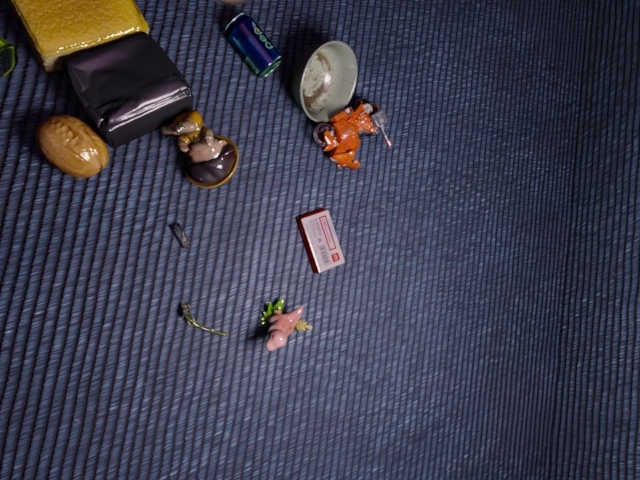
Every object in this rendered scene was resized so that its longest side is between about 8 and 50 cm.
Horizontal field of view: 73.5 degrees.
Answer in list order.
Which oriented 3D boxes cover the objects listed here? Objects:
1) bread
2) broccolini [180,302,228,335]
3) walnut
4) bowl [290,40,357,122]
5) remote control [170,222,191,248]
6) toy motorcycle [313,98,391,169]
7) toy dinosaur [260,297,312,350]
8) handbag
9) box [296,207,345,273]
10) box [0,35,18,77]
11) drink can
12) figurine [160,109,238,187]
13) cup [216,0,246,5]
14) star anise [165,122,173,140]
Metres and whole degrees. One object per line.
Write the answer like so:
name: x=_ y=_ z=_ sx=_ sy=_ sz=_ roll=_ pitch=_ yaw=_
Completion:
bread: x=-0.734 y=-0.710 z=1.281 sx=0.333 sy=0.143 sz=0.323 roll=-27 pitch=100 yaw=-23
broccolini: x=-0.398 y=0.281 z=1.450 sx=0.052 sy=0.054 sz=0.194 roll=-45 pitch=115 yaw=12
walnut: x=-0.728 y=-0.278 z=1.259 sx=0.207 sy=0.159 sz=0.159 roll=44 pitch=71 yaw=-9
bowl: x=-0.010 y=-0.597 z=1.577 sx=0.289 sy=0.146 sz=0.289 roll=-32 pitch=141 yaw=-30
remote control: x=-0.467 y=-0.015 z=1.437 sx=0.034 sy=0.016 sz=0.091 roll=-37 pitch=103 yaw=-38
toy motorcycle: x=0.130 y=-0.401 z=1.652 sx=0.326 sy=0.148 sz=0.221 roll=-37 pitch=109 yaw=-24
toy dinosaur: x=-0.137 y=0.287 z=1.484 sx=0.194 sy=0.177 sz=0.152 roll=-28 pitch=100 yaw=-25
handbag: x=-0.587 y=-0.460 z=1.320 sx=0.302 sy=0.178 sz=0.275 roll=-34 pitch=84 yaw=-20
box: x=0.000 y=0.000 z=1.628 sx=0.123 sy=0.050 sz=0.229 roll=-21 pitch=96 yaw=-25
box: x=-1.011 y=-0.603 z=1.157 sx=0.345 sy=0.134 sz=0.097 roll=41 pitch=68 yaw=-18
drink can: x=-0.237 y=-0.688 z=1.518 sx=0.118 sy=0.118 sz=0.205 roll=-46 pitch=107 yaw=-19
figurine: x=-0.373 y=-0.295 z=1.386 sx=0.167 sy=0.192 sz=0.257 roll=-71 pitch=151 yaw=-43
cup: x=-0.260 y=-0.972 z=1.448 sx=0.301 sy=0.257 sz=0.227 roll=-22 pitch=99 yaw=-25
star anise: x=-0.484 y=-0.383 z=1.422 sx=0.124 sy=0.056 sz=0.129 roll=26 pitch=62 yaw=-19
